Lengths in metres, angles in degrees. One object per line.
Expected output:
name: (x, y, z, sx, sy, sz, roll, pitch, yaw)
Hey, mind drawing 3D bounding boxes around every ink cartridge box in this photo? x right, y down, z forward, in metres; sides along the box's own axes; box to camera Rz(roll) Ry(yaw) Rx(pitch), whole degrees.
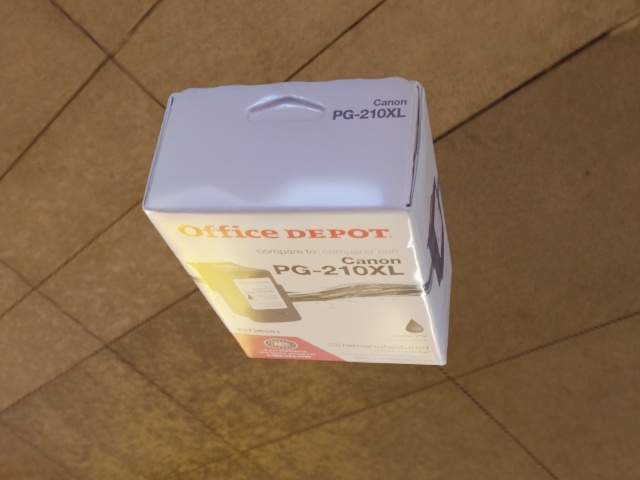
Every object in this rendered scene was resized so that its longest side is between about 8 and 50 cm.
ink cartridge box: (0.000, 0.000, 0.576, 0.172, 0.100, 0.237, 0, 149, 14)
